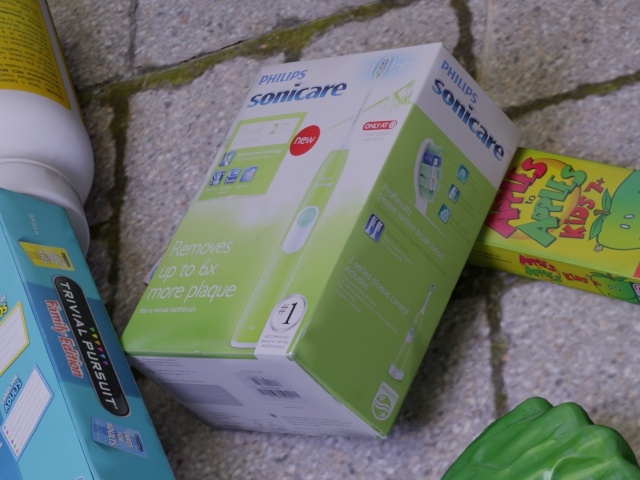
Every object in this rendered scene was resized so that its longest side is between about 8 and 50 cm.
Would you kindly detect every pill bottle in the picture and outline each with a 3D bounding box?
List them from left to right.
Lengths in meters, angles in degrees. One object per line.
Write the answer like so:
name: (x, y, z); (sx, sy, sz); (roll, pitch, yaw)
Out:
pill bottle: (-0.309, -0.104, 1.634); (0.188, 0.188, 0.334); (-28, 48, 6)

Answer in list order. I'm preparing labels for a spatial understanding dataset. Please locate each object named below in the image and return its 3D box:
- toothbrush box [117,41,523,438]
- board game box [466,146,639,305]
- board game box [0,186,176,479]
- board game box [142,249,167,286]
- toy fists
toothbrush box: (0.000, 0.000, 1.409); (0.206, 0.122, 0.283); (-1, 53, 47)
board game box: (0.198, -0.012, 1.396); (0.181, 0.043, 0.092); (14, 64, 35)
board game box: (-0.246, 0.163, 1.407); (0.254, 0.079, 0.336); (-51, 43, 23)
board game box: (-0.091, 0.020, 1.540); (0.090, 0.020, 0.090); (26, 72, 38)
toy fists: (0.185, 0.223, 1.197); (0.142, 0.096, 0.279); (-41, 49, 7)
